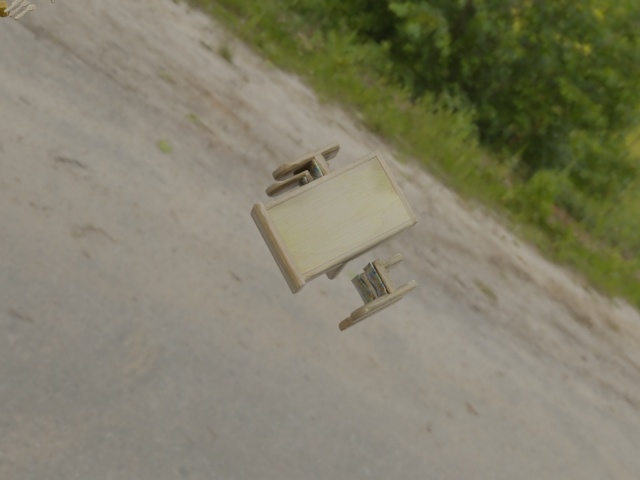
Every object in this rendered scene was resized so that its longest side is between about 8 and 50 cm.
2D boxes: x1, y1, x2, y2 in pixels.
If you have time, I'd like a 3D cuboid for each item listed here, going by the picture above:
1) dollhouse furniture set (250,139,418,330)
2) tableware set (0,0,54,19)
[{"bbox_3d":[0.000,0.000,1.372,0.212,0.161,0.242,61,-15,8],"label":"dollhouse furniture set"},{"bbox_3d":[-0.495,-0.424,1.873,0.104,0.024,0.154,32,57,12],"label":"tableware set"}]
